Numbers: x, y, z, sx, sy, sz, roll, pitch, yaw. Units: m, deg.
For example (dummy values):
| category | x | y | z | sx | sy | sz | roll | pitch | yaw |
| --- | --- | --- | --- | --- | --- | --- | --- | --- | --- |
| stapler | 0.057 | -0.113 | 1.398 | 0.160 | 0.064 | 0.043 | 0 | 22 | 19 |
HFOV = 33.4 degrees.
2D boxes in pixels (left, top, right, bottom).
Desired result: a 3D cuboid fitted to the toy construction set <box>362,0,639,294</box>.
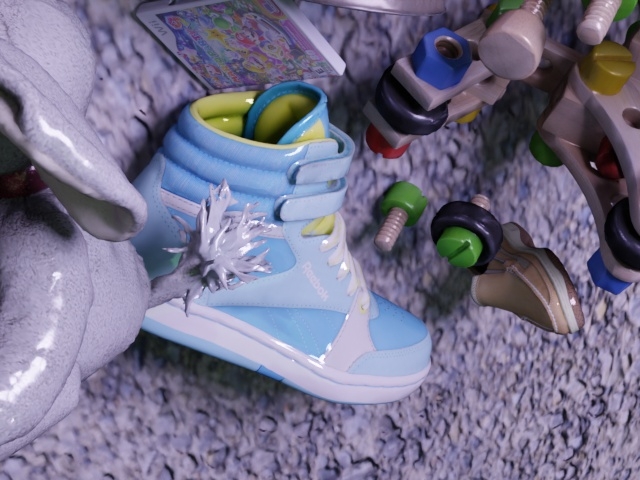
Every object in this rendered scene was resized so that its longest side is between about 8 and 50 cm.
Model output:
| category | x | y | z | sx | sy | sz | roll | pitch | yaw |
| --- | --- | --- | --- | --- | --- | --- | --- | --- | --- |
| toy construction set | 0.183 | -0.142 | 0.799 | 0.237 | 0.257 | 0.309 | -58 | 152 | -33 |

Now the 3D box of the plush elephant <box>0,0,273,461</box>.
| category | x | y | z | sx | sy | sz | roll | pitch | yaw |
| --- | --- | --- | --- | --- | --- | --- | --- | --- | --- |
| plush elephant | -0.204 | -0.030 | 0.605 | 0.330 | 0.272 | 0.255 | -25 | 122 | -10 |

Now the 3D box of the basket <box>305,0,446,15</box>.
| category | x | y | z | sx | sy | sz | roll | pitch | yaw |
| --- | --- | --- | --- | --- | --- | --- | --- | --- | --- |
| basket | 0.001 | -0.266 | 0.618 | 0.154 | 0.204 | 0.227 | -41 | 147 | -63 |

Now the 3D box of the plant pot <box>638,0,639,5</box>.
| category | x | y | z | sx | sy | sz | roll | pitch | yaw |
| --- | --- | --- | --- | --- | --- | --- | --- | --- | --- |
| plant pot | 0.420 | -0.217 | 0.833 | 0.237 | 0.254 | 0.237 | -15 | 127 | -20 |

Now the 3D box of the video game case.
| category | x | y | z | sx | sy | sz | roll | pitch | yaw |
| --- | --- | --- | --- | --- | --- | --- | --- | --- | --- |
| video game case | -0.054 | -0.135 | 0.716 | 0.087 | 0.122 | 0.011 | 43 | 58 | -43 |

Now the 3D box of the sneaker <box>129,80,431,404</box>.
| category | x | y | z | sx | sy | sz | roll | pitch | yaw |
| --- | --- | --- | --- | --- | --- | --- | --- | --- | --- |
| sneaker | 0.000 | 0.000 | 0.817 | 0.319 | 0.127 | 0.208 | 21 | 110 | -33 |

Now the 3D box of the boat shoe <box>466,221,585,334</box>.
| category | x | y | z | sx | sy | sz | roll | pitch | yaw |
| --- | --- | --- | --- | --- | --- | --- | --- | --- | --- |
| boat shoe | 0.165 | 0.040 | 0.918 | 0.072 | 0.190 | 0.068 | -18 | 105 | -3 |
